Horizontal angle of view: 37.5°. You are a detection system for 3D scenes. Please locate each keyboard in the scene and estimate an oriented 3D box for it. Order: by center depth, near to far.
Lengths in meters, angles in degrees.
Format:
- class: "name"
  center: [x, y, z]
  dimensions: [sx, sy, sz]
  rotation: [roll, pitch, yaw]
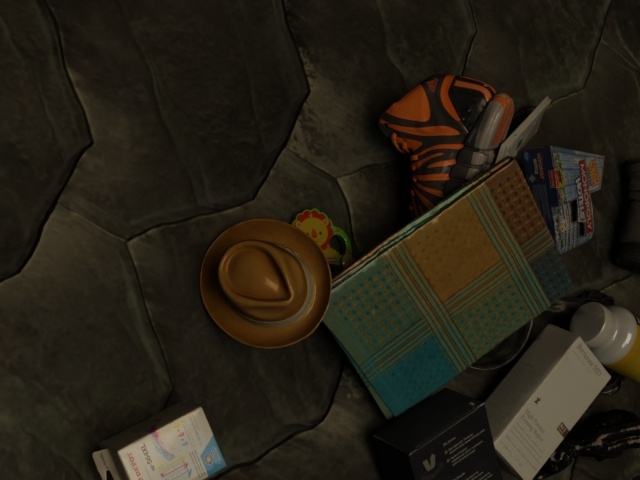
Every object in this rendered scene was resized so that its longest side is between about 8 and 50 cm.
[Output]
- class: "keyboard"
  center: [0.327, -0.167, 1.541]
  dimensions: [0.014, 0.072, 0.256]
  rotation: [30, 36, 14]

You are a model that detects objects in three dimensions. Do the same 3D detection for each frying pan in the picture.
- class: "frying pan"
  center: [0.316, 0.087, 1.567]
  dimensions: [0.326, 0.053, 0.197]
  rotation: [-24, 98, -26]

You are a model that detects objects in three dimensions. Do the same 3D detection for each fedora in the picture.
- class: "fedora"
  center: [-0.081, 0.055, 1.299]
  dimensions: [0.194, 0.079, 0.194]
  rotation: [-2, 80, 8]

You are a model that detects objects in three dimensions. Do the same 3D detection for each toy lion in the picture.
- class: "toy lion"
  center: [0.000, 0.000, 1.424]
  dimensions: [0.100, 0.034, 0.096]
  rotation: [2, 77, -29]

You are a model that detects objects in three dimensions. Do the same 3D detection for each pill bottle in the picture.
- class: "pill bottle"
  center: [0.509, 0.171, 1.587]
  dimensions: [0.184, 0.103, 0.103]
  rotation: [27, 73, -28]

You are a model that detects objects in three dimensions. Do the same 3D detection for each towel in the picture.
- class: "towel"
  center: [0.190, 0.076, 1.419]
  dimensions: [0.370, 0.040, 0.271]
  rotation: [-35, 118, -8]

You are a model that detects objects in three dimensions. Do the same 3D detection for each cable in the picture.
- class: "cable"
  center: [0.487, 0.183, 1.665]
  dimensions: [0.151, 0.047, 0.184]
  rotation: [-22, 92, -33]

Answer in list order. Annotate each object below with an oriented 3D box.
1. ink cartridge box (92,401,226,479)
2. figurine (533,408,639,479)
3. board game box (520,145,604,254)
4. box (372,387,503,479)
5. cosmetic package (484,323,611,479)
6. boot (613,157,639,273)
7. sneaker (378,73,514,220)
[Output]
- class: "ink cartridge box"
  center: [-0.217, 0.288, 1.243]
  dimensions: [0.143, 0.090, 0.092]
  rotation: [-26, 98, -29]
- class: "figurine"
  center: [0.453, 0.415, 1.605]
  dimensions: [0.210, 0.092, 0.214]
  rotation: [-10, 91, -21]
- class: "board game box"
  center: [0.429, -0.078, 1.619]
  dimensions: [0.194, 0.060, 0.194]
  rotation: [-19, 102, -46]
- class: "box"
  center: [0.181, 0.335, 1.434]
  dimensions: [0.156, 0.093, 0.158]
  rotation: [-27, 113, -28]
- class: "cosmetic package"
  center: [0.354, 0.263, 1.530]
  dimensions: [0.231, 0.085, 0.117]
  rotation: [-48, 117, -11]
- class: "boot"
  center: [0.707, -0.027, 1.735]
  dimensions: [0.338, 0.118, 0.222]
  rotation: [16, 77, -17]
- class: "sneaker"
  center: [0.165, -0.108, 1.477]
  dimensions: [0.125, 0.180, 0.321]
  rotation: [-12, 125, -65]
